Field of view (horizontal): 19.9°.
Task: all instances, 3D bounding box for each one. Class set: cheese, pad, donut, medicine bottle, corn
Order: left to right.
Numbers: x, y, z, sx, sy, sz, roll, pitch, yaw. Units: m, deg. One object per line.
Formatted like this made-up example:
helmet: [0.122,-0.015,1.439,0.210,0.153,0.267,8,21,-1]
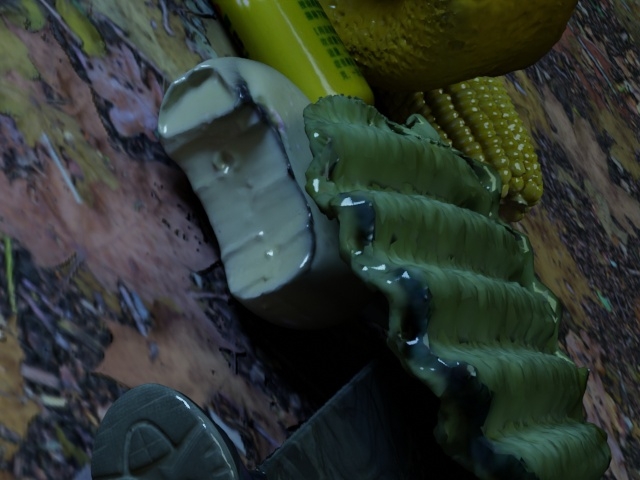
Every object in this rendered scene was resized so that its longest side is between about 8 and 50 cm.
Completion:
medicine bottle: [-0.049,-0.183,1.250,0.260,0.064,0.095,60,13,6]
cheese: [-0.001,-0.015,1.122,0.249,0.071,0.163,24,43,-58]
donut: [0.043,-0.216,1.261,0.108,0.277,0.277,-34,92,-27]
corn: [0.091,-0.118,1.408,0.093,0.093,0.244,20,42,-55]
pad: [0.066,0.186,0.995,0.247,0.007,0.367,68,18,-3]

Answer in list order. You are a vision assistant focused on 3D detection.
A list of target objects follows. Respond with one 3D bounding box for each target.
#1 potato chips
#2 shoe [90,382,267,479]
potato chips: [0.106,0.077,1.121,0.358,0.070,0.429,69,14,12]
shoe: [-0.040,0.137,0.872,0.169,0.071,0.099,60,20,-4]
